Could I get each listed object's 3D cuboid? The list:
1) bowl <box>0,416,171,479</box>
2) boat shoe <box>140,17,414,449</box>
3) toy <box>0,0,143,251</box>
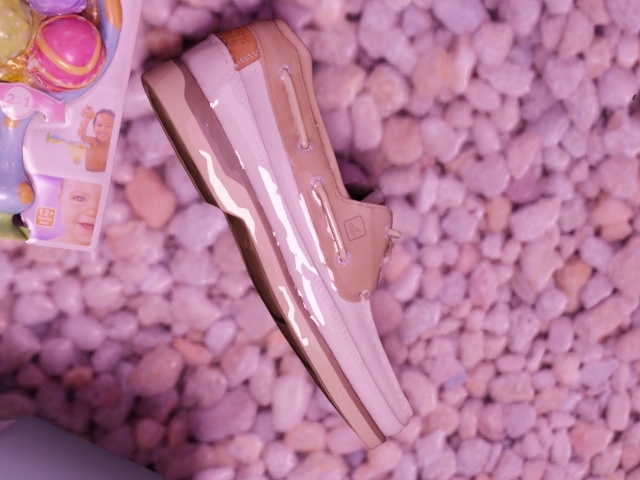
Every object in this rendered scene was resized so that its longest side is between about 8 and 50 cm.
[{"bbox_3d":[-0.204,0.220,0.733,0.163,0.311,0.311,44,82,2],"label":"bowl"},{"bbox_3d":[0.000,0.000,0.850,0.103,0.113,0.302,-31,112,-9],"label":"boat shoe"},{"bbox_3d":[-0.173,-0.113,0.778,0.137,0.056,0.237,9,98,-27],"label":"toy"}]
